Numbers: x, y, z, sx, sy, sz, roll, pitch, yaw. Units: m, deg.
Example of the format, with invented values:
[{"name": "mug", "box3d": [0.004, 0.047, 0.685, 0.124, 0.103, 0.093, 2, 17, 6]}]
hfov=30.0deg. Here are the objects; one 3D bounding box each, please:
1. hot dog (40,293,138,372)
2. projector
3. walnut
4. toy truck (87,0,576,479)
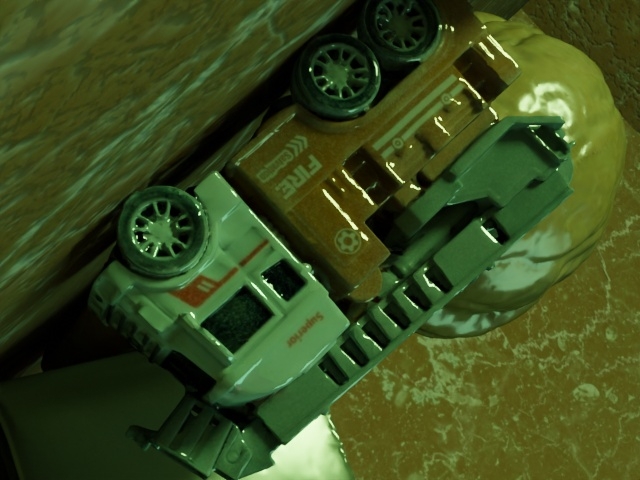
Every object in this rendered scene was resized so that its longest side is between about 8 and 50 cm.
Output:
[{"name": "hot dog", "box3d": [-0.146, 0.057, 0.945, 0.100, 0.068, 0.249, -42, 179, -42]}, {"name": "projector", "box3d": [-0.134, 0.224, 0.919, 0.249, 0.248, 0.248, -10, 160, -33]}, {"name": "walnut", "box3d": [0.109, -0.052, 1.020, 0.313, 0.277, 0.252, -35, 137, -40]}, {"name": "toy truck", "box3d": [0.000, 0.000, 0.754, 0.338, 0.184, 0.133, -43, 179, -18]}]
